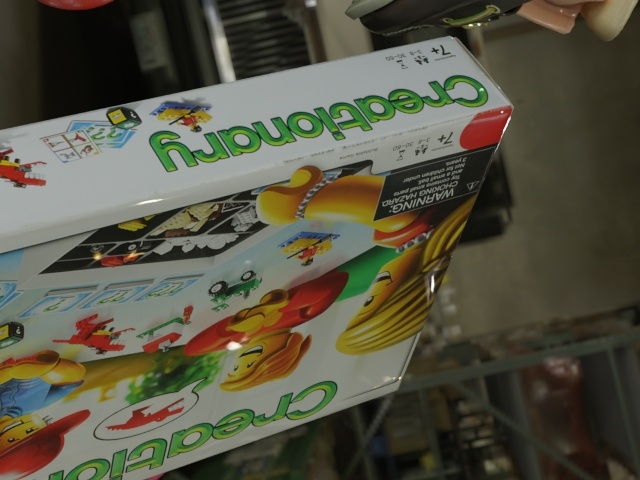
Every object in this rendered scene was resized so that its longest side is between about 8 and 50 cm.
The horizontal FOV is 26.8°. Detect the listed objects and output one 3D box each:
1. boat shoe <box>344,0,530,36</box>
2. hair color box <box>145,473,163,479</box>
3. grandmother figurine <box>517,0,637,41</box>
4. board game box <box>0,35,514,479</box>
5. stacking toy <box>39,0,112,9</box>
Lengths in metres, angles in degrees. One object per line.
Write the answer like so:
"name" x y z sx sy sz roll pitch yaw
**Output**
"boat shoe" 0.089 -0.153 0.752 0.069 0.081 0.228 41 -23 -14
"hair color box" -0.124 0.073 1.273 0.105 0.347 0.174 24 -33 44
"grandmother figurine" 0.067 -0.238 0.969 0.207 0.342 0.104 -96 -154 -53
"board game box" -0.083 0.030 0.537 0.053 0.305 0.193 56 -32 31
"stacking toy" -0.146 -0.248 0.667 0.330 0.141 0.141 92 -9 -52
